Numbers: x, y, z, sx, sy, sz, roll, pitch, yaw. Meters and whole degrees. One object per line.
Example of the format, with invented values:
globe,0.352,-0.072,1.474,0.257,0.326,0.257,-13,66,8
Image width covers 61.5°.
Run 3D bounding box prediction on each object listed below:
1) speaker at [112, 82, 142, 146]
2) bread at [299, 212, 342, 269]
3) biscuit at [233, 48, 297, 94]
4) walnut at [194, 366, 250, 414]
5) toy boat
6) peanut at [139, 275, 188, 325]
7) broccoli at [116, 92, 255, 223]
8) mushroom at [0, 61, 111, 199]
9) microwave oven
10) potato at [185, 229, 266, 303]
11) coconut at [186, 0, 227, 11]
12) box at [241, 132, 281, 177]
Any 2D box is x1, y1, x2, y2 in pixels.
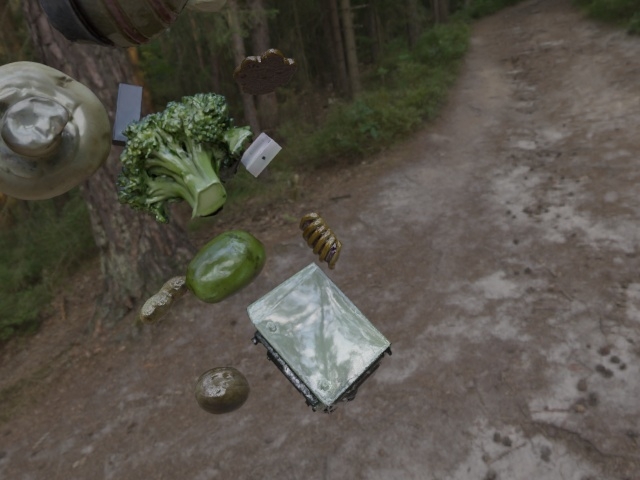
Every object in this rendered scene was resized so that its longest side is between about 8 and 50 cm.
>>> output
speaker,-0.650,-0.420,1.814,0.082,0.218,0.044,4,-20,-18
bread,0.000,0.000,2.045,0.081,0.134,0.225,-21,66,-32
biscuit,-0.199,-0.594,1.892,0.208,0.041,0.290,-5,-11,-23
walnut,-0.286,0.437,1.572,0.162,0.140,0.140,-11,18,-22
toy boat,-0.393,-0.458,1.040,0.293,0.111,0.276,1,-20,-13
peanut,-0.563,0.213,1.961,0.228,0.086,0.104,-48,23,-14
broccoli,-0.336,-0.208,1.357,0.317,0.277,0.339,18,59,30
mushroom,-0.601,-0.233,1.121,0.314,0.315,0.336,-20,10,-24
microwave oven,-0.011,0.281,1.442,0.247,0.333,0.394,-40,-18,-12
potato,-0.322,0.085,1.854,0.304,0.216,0.215,-31,28,-34
coconut,-0.350,-0.750,1.568,0.162,0.161,0.161,-15,18,-40
box,-0.205,-0.291,1.813,0.129,0.051,0.130,-48,29,3
